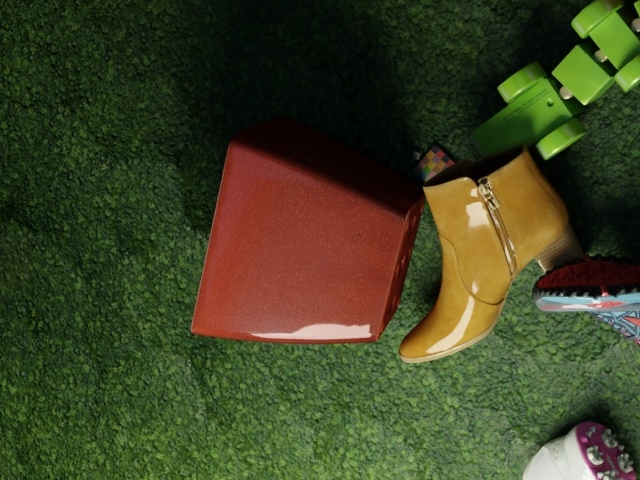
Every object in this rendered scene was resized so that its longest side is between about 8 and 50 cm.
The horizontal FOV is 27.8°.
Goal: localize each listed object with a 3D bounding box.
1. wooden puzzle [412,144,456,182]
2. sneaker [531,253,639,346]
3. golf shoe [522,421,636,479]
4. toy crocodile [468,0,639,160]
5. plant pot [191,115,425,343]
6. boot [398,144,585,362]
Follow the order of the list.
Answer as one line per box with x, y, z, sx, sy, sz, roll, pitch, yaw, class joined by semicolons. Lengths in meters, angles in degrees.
0.160;-0.096;1.761;0.083;0.006;0.049;44;112;12;wooden puzzle
0.395;0.093;1.610;0.262;0.104;0.125;1;115;9;sneaker
0.374;0.393;1.690;0.140;0.115;0.306;-31;78;35;golf shoe
0.330;-0.205;1.626;0.340;0.105;0.115;-42;80;28;toy crocodile
0.000;0.000;1.723;0.236;0.267;0.267;15;104;9;plant pot
0.182;0.014;1.679;0.295;0.104;0.211;-31;110;14;boot
